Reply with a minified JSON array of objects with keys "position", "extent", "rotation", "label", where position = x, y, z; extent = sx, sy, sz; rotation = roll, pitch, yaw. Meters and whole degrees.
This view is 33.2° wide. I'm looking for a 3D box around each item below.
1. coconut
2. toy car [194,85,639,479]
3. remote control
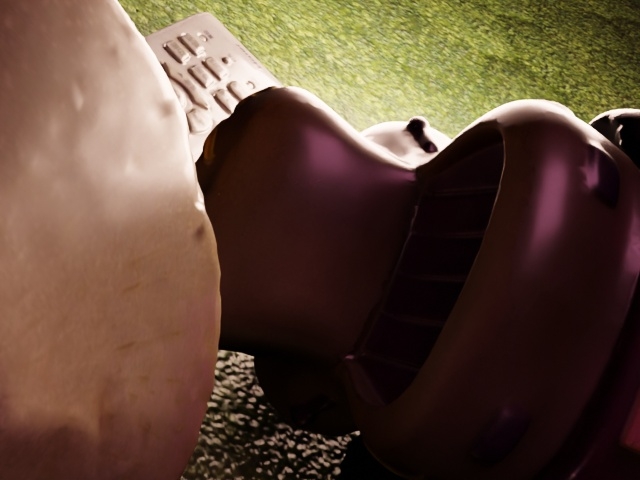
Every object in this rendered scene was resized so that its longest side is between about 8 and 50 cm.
[{"position":[-0.197,0.012,0.415],"extent":[0.353,0.352,0.352],"rotation":[24,36,-18],"label":"coconut"},{"position":[0.053,0.020,0.619],"extent":[0.240,0.271,0.341],"rotation":[26,-7,-21],"label":"toy car"},{"position":[-0.134,-0.091,0.821],"extent":[0.109,0.055,0.313],"rotation":[46,39,2],"label":"remote control"}]
